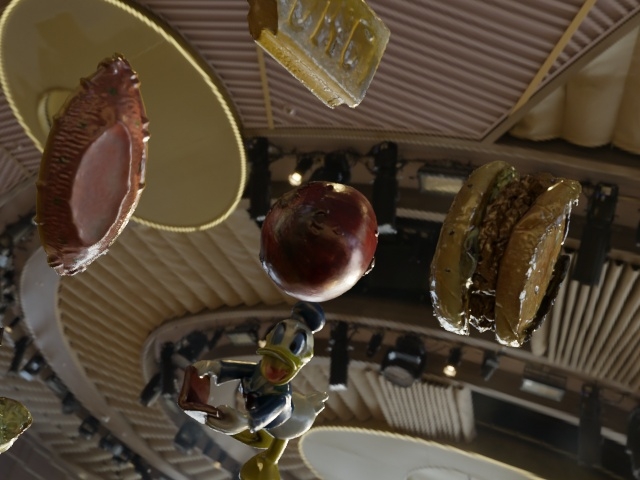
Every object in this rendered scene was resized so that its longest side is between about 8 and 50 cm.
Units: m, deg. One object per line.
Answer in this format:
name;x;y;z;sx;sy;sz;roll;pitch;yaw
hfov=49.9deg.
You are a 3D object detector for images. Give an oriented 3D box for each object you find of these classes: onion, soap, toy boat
onion;0.000;0.000;0.696;0.131;0.131;0.131;18;-41;16
soap;-0.008;-0.340;1.084;0.080;0.160;0.257;14;-13;43
toy boat;-0.301;-0.088;0.911;0.099;0.141;0.318;36;-69;49

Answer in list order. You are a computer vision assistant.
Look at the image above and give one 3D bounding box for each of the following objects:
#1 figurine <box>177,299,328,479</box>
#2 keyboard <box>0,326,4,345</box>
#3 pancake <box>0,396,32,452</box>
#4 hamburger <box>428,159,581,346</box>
figurine;-0.105;0.231;1.164;0.284;0.204;0.338;17;-71;-37
keyboard;-0.612;0.173;1.091;0.067;0.202;0.011;-140;-138;-64
pancake;-0.538;0.319;0.790;0.427;0.305;0.067;-24;-68;22
hamburger;0.330;0.007;1.208;0.195;0.318;0.276;19;-42;31
